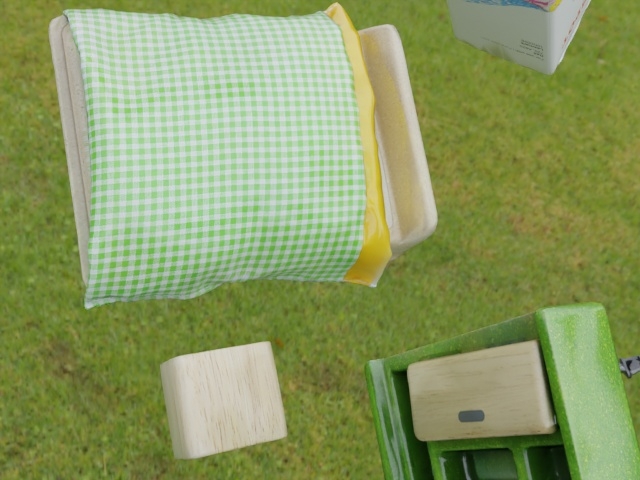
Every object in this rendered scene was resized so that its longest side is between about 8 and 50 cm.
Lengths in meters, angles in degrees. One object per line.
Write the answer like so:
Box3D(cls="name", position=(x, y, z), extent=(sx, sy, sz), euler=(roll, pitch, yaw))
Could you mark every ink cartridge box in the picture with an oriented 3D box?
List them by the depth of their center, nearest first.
Box3D(cls="ink cartridge box", position=(0.197, -0.306, 0.780), extent=(0.117, 0.278, 0.201), euler=(25, 83, 19))

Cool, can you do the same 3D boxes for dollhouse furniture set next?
Box3D(cls="dollhouse furniture set", position=(0.000, 0.000, 0.420), extent=(0.198, 0.151, 0.301), euler=(-6, 79, -29))

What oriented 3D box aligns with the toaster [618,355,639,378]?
Box3D(cls="toaster", position=(0.311, 0.102, 0.532), extent=(0.186, 0.110, 0.168), euler=(-36, 89, 8))
